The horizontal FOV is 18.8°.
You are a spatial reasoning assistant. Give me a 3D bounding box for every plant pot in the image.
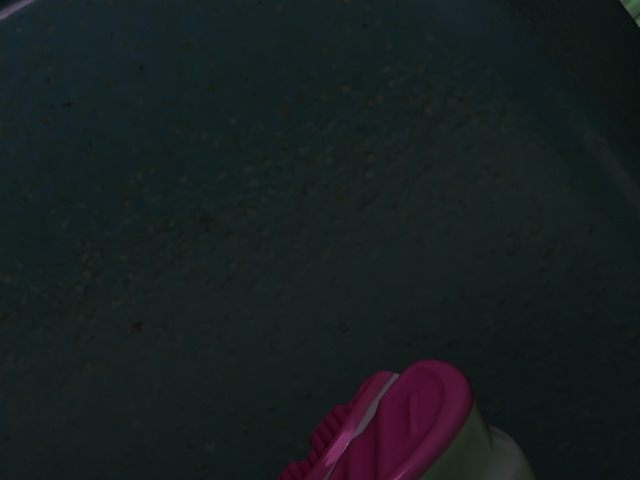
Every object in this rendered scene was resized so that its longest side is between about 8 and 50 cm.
[{"bbox_3d":[0.000,0.000,0.622,0.248,0.252,0.247,-28,16,15],"label":"plant pot"}]

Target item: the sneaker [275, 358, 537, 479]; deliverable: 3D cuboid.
[{"bbox_3d":[-0.010,0.155,0.450,0.252,0.111,0.103,-51,9,16],"label":"sneaker"}]
